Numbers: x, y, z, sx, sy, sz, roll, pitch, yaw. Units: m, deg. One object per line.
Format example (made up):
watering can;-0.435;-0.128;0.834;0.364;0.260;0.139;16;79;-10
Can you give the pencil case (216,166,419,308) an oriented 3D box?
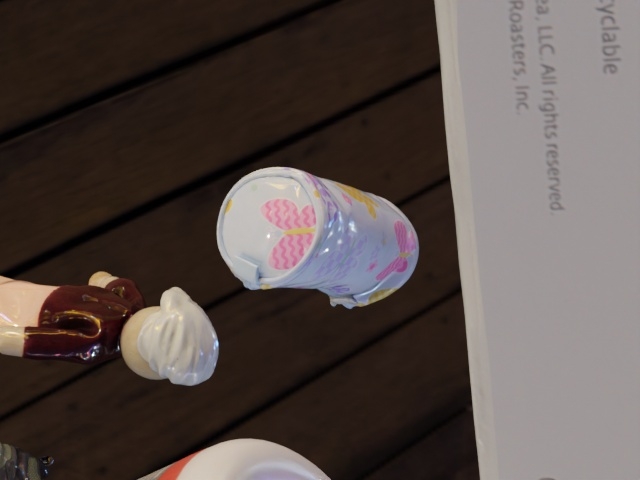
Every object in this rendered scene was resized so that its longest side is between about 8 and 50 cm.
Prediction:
pencil case;0.000;0.000;1.640;0.124;0.113;0.273;-51;158;9

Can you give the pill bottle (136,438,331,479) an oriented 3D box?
pill bottle;-0.146;0.275;0.986;0.210;0.363;0.210;41;33;-36

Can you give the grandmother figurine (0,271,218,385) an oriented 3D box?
grandmother figurine;-0.250;0.078;1.590;0.208;0.342;0.104;-45;138;-52

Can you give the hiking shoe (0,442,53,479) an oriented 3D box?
hiking shoe;-0.286;0.300;1.586;0.114;0.086;0.227;16;53;-38

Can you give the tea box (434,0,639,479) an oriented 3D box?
tea box;0.154;-0.069;0.547;0.220;0.323;0.329;-3;115;8
